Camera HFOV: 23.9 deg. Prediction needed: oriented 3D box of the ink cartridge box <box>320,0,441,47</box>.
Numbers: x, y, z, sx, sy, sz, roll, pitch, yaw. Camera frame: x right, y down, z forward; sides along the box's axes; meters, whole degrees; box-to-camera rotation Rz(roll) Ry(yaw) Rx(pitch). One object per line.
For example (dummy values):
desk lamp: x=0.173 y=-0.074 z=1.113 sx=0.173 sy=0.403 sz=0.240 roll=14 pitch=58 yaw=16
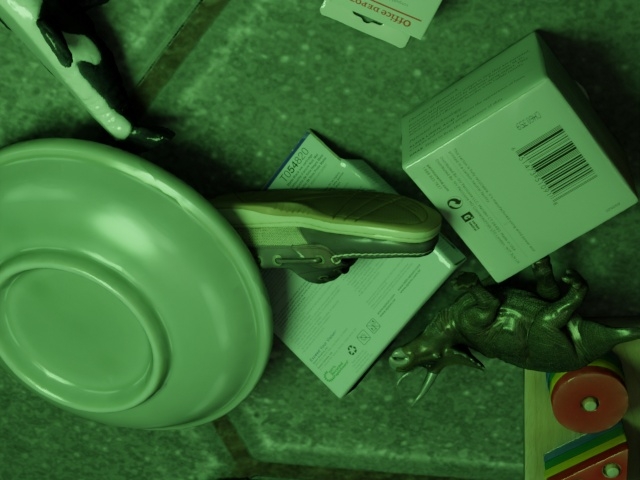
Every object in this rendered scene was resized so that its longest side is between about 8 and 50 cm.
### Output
ink cartridge box: x=0.078 y=-0.275 z=1.516 sx=0.104 sy=0.061 sz=0.181 roll=21 pitch=120 yaw=-10

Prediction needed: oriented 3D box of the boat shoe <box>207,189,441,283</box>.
boat shoe: x=0.000 y=0.000 z=1.609 sx=0.285 sy=0.103 sz=0.092 roll=4 pitch=109 yaw=28

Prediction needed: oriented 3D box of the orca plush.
orca plush: x=-0.241 y=-0.215 z=1.544 sx=0.102 sy=0.151 sz=0.287 roll=-46 pitch=110 yaw=-9

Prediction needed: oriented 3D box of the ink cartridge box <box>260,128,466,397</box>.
ink cartridge box: x=0.013 y=0.024 z=1.687 sx=0.224 sy=0.045 sz=0.223 roll=44 pitch=117 yaw=9

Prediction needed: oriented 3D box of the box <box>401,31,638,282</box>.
box: x=0.207 y=-0.087 z=1.591 sx=0.182 sy=0.119 sz=0.181 roll=-32 pitch=115 yaw=20

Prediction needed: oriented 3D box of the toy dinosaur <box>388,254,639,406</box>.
toy dinosaur: x=0.233 y=0.091 z=1.693 sx=0.314 sy=0.121 sz=0.160 roll=0 pitch=127 yaw=16

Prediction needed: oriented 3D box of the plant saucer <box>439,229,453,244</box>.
plant saucer: x=0.111 y=0.019 z=1.719 sx=0.083 sy=0.015 sz=0.083 roll=1 pitch=121 yaw=2

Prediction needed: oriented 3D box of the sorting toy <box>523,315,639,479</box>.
sorting toy: x=0.372 y=0.220 z=1.788 sx=0.256 sy=0.089 sz=0.257 roll=-3 pitch=121 yaw=4

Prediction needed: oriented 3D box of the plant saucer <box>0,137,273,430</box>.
plant saucer: x=-0.253 y=0.079 z=1.657 sx=0.401 sy=0.100 sz=0.400 roll=11 pitch=128 yaw=14

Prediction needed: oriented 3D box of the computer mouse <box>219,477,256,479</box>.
computer mouse: x=-0.164 y=0.394 z=1.929 sx=0.262 sy=0.060 sz=0.184 roll=-9 pitch=121 yaw=7
